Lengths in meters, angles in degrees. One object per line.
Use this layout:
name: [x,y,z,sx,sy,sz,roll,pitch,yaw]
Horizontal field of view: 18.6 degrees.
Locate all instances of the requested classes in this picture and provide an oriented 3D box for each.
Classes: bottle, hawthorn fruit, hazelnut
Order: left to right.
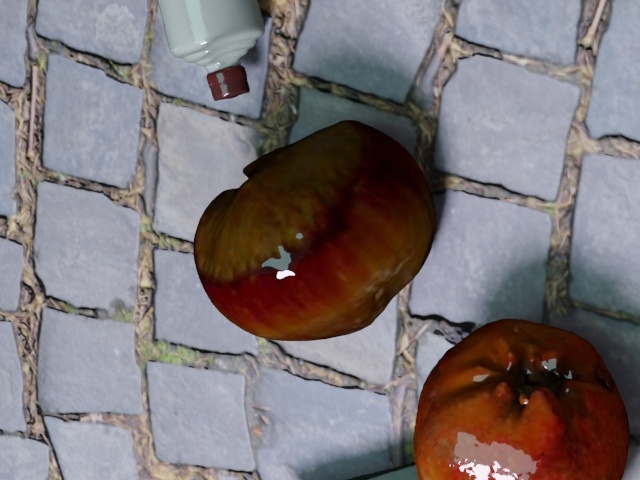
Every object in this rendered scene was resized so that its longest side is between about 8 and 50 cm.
bottle: [-0.122,-0.267,2.041,0.104,0.104,0.245,-11,94,36]
hazelnut: [0.000,0.000,1.971,0.251,0.217,0.217,-39,77,11]
hawthorn fruit: [0.190,0.227,1.893,0.211,0.211,0.299,20,126,30]

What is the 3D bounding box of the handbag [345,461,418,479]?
handbag: [0.091,0.362,2.062,0.260,0.079,0.248,-21,88,37]
